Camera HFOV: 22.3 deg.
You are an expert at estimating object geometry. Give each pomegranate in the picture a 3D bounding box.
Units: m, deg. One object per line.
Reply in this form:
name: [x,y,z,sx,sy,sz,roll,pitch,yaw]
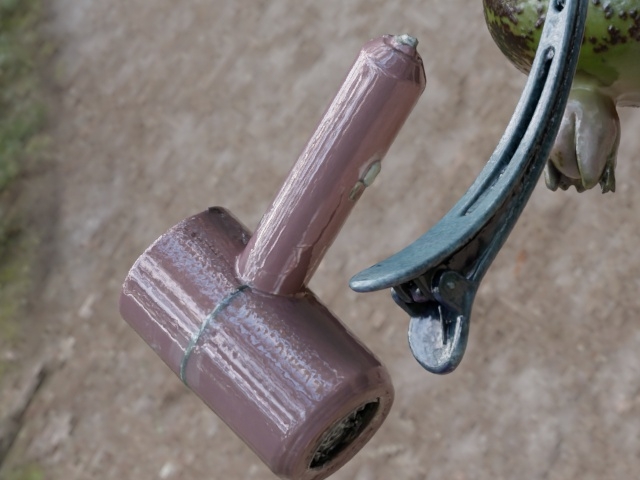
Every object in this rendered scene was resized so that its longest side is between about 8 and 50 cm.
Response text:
pomegranate: [0.301,-0.215,1.766,0.285,0.285,0.340,2,76,61]

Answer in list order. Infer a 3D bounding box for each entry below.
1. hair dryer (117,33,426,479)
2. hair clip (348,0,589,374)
hair dryer: [0.000,0.000,1.237,0.210,0.125,0.352,44,122,22]
hair clip: [0.107,-0.049,0.986,0.048,0.083,0.275,-12,39,50]
